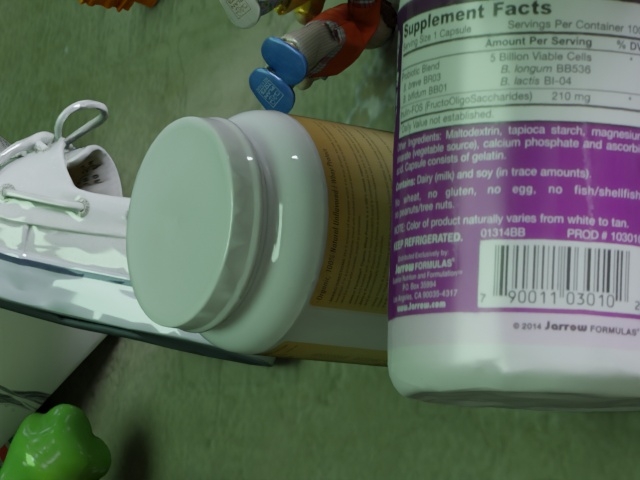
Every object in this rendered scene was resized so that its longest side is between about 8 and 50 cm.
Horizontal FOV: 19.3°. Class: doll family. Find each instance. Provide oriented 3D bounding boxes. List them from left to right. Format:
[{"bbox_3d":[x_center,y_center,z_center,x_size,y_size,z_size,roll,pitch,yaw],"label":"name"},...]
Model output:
[{"bbox_3d":[0.029,-0.208,1.170,0.118,0.163,0.263,46,129,5],"label":"doll family"}]

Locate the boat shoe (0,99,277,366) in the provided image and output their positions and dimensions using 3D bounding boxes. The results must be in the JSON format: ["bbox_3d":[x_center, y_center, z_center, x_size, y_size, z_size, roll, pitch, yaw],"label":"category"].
[{"bbox_3d":[-0.185,-0.023,1.358,0.367,0.136,0.156,11,81,21],"label":"boat shoe"}]

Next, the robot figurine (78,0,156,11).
[{"bbox_3d":[-0.171,-0.344,1.548,0.211,0.085,0.291,-43,50,43],"label":"robot figurine"}]

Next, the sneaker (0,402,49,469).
[{"bbox_3d":[-0.282,0.139,1.641,0.075,0.057,0.161,-53,46,29],"label":"sneaker"}]

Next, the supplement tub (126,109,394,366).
[{"bbox_3d":[0.000,0.000,1.123,0.144,0.199,0.144,-16,70,53],"label":"supplement tub"}]

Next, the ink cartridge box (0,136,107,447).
[{"bbox_3d":[-0.313,0.073,1.559,0.283,0.117,0.207,-46,43,7],"label":"ink cartridge box"}]

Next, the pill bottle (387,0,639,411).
[{"bbox_3d":[0.122,-0.065,0.983,0.169,0.169,0.301,-10,75,55],"label":"pill bottle"}]

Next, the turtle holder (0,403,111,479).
[{"bbox_3d":[-0.184,0.287,1.353,0.227,0.243,0.320,-44,7,23],"label":"turtle holder"}]
